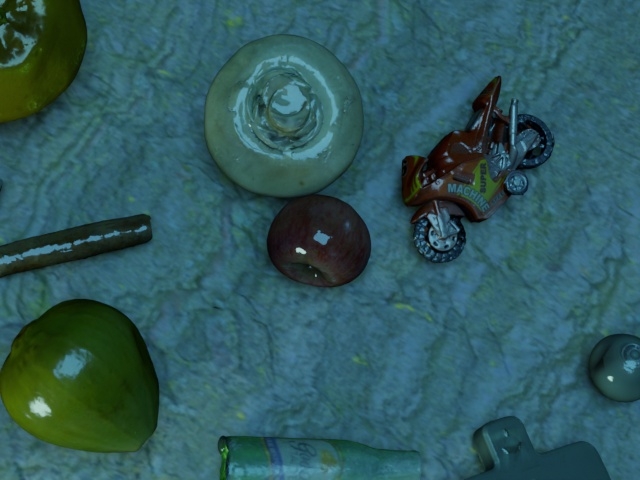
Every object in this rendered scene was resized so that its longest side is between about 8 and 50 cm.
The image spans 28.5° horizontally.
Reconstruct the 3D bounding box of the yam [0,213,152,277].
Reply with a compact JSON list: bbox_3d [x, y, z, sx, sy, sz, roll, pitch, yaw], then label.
[{"bbox_3d":[-0.363,0.007,1.846,0.241,0.057,0.056,-15,81,-12],"label":"yam"}]

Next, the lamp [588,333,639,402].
[{"bbox_3d":[0.458,0.192,1.904,0.105,0.105,0.105,2,78,-8],"label":"lamp"}]

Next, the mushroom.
[{"bbox_3d":[-0.055,-0.183,1.858,0.246,0.202,0.246,0,87,-3],"label":"mushroom"}]

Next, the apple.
[{"bbox_3d":[0.000,0.000,1.854,0.153,0.153,0.120,20,64,-4],"label":"apple"}]

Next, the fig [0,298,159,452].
[{"bbox_3d":[-0.322,0.188,1.745,0.230,0.207,0.207,22,74,-34],"label":"fig"}]

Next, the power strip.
[{"bbox_3d":[0.292,0.356,1.853,0.265,0.059,0.193,-14,69,-20],"label":"power strip"}]

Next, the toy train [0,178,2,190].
[{"bbox_3d":[-0.529,0.017,1.816,0.048,0.055,0.252,37,76,0],"label":"toy train"}]

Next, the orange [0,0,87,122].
[{"bbox_3d":[-0.472,-0.304,1.801,0.279,0.235,0.279,1,86,-10],"label":"orange"}]

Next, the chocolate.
[{"bbox_3d":[0.000,0.331,1.811,0.291,0.110,0.110,1,78,-10],"label":"chocolate"}]

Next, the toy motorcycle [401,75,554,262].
[{"bbox_3d":[0.228,-0.107,1.939,0.171,0.089,0.298,43,75,3],"label":"toy motorcycle"}]
